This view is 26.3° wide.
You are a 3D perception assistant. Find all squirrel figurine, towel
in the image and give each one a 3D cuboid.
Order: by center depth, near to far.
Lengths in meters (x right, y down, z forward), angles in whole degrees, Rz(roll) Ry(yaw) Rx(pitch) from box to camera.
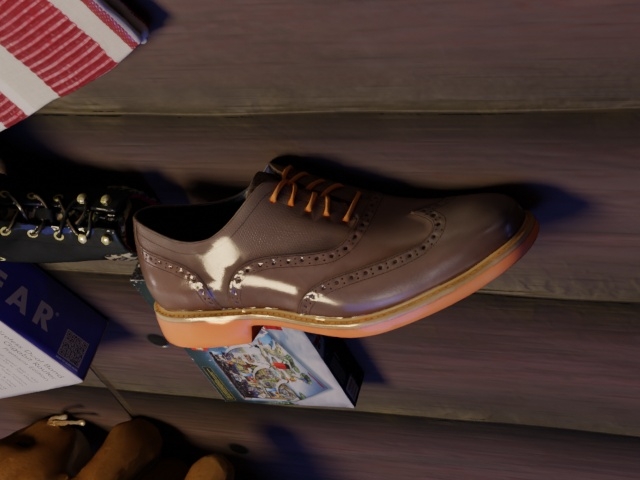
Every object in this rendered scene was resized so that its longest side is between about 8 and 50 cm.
[{"bbox_3d":[-0.318,-0.187,1.120,0.329,0.037,0.237,-19,129,42],"label":"towel"},{"bbox_3d":[-0.310,0.399,1.677,0.370,0.397,0.281,21,160,22],"label":"squirrel figurine"}]

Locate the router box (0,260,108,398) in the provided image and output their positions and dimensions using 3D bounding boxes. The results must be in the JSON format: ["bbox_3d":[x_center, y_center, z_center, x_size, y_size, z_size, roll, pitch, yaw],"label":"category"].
[{"bbox_3d":[-0.456,0.055,1.506,0.301,0.082,0.335,-15,134,42],"label":"router box"}]

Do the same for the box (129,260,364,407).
[{"bbox_3d":[-0.070,0.091,1.396,0.159,0.044,0.233,0,143,27],"label":"box"}]

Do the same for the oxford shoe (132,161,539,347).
[{"bbox_3d":[0.000,0.000,1.155,0.364,0.130,0.132,-12,115,22],"label":"oxford shoe"}]

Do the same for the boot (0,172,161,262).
[{"bbox_3d":[-0.265,-0.026,1.237,0.179,0.085,0.236,0,172,23],"label":"boot"}]
